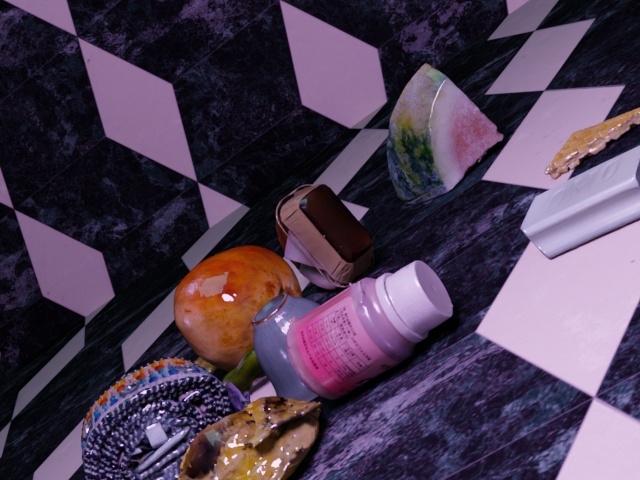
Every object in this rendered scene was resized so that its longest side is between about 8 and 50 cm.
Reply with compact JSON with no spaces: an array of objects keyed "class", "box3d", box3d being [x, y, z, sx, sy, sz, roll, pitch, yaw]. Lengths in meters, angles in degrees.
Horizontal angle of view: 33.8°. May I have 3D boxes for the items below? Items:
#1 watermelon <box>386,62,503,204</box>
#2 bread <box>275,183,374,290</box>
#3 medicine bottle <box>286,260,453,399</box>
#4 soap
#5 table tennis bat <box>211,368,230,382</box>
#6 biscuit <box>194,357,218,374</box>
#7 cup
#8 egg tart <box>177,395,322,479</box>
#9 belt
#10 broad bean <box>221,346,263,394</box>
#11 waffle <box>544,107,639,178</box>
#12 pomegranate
[{"class":"watermelon","box3d":[0.261,-0.221,2.275,0.193,0.232,0.310,-131,47,-75]},{"class":"bread","box3d":[0.000,0.000,2.128,0.142,0.224,0.212,-38,-4,-27]},{"class":"medicine bottle","box3d":[0.075,0.134,1.615,0.247,0.147,0.147,-33,14,22]},{"class":"soap","box3d":[0.399,-0.055,1.540,0.198,0.066,0.119,-29,14,38]},{"class":"table tennis bat","box3d":[-0.175,0.269,2.113,0.150,0.027,0.236,-40,11,-8]},{"class":"biscuit","box3d":[-0.313,0.324,2.297,0.247,0.029,0.118,-39,13,-2]},{"class":"cup","box3d":[-0.042,0.171,1.796,0.199,0.150,0.199,-37,13,10]},{"class":"egg tart","box3d":[-0.125,0.318,1.597,0.297,0.132,0.297,-34,8,5]},{"class":"belt","box3d":[-0.275,0.319,1.806,0.295,0.207,0.160,-43,15,-6]},{"class":"broad bean","box3d":[-0.122,0.229,1.933,0.297,0.060,0.043,-46,44,23]},{"class":"waffle","box3d":[0.479,-0.170,1.786,0.125,0.032,0.191,-45,12,-32]},{"class":"pomegranate","box3d":[-0.168,0.132,2.058,0.270,0.229,0.252,-8,23,42]}]
